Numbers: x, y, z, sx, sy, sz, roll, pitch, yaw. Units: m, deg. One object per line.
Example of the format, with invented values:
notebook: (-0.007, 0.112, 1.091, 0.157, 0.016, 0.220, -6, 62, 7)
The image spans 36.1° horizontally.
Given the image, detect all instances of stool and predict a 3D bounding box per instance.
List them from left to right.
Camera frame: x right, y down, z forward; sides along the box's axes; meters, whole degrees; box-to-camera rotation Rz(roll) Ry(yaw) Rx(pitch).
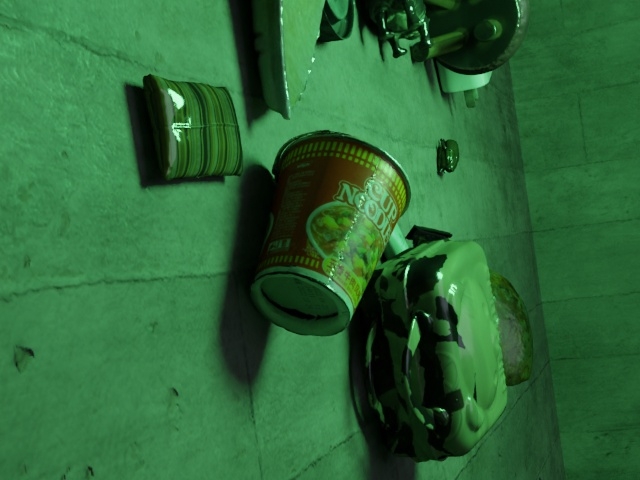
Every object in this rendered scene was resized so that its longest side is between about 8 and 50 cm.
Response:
stool: (0.321, -0.514, 2.227, 0.178, 0.272, 0.272, -10, 92, -58)

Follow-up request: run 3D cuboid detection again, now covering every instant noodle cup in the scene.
instant noodle cup: (0.000, 0.000, 1.245, 0.193, 0.193, 0.212, 63, 36, -43)

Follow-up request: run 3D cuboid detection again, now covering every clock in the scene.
clock: (0.002, -0.427, 1.589, 0.215, 0.042, 0.215, -8, 90, -70)

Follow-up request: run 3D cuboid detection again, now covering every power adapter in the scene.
power adapter: (0.363, -0.466, 2.493, 0.187, 0.124, 0.255, -59, 137, -59)

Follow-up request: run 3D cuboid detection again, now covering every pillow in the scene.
pillow: (-0.134, -0.123, 1.092, 0.203, 0.038, 0.113, -18, 99, -71)

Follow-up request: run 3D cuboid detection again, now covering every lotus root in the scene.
lotus root: (0.439, 0.207, 2.421, 0.210, 0.142, 0.314, 32, 52, -64)

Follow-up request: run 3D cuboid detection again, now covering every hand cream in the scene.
hand cream: (0.136, 0.014, 1.787, 0.205, 0.050, 0.078, 65, 29, -30)

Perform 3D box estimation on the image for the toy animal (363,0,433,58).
toy animal: (0.163, -0.455, 1.965, 0.343, 0.106, 0.168, -39, 113, -75)

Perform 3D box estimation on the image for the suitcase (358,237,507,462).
suitcase: (0.190, 0.189, 1.636, 0.339, 0.194, 0.351, -24, 105, -59)

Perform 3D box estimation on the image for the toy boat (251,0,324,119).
toy boat: (-0.047, -0.345, 1.357, 0.276, 0.111, 0.293, -55, 147, -63)

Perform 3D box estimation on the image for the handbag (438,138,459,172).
handbag: (0.304, -0.199, 2.334, 0.111, 0.047, 0.072, -74, 155, -48)

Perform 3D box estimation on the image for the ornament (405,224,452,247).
ornament: (0.194, 0.080, 1.902, 0.081, 0.088, 0.203, 109, -10, -80)
